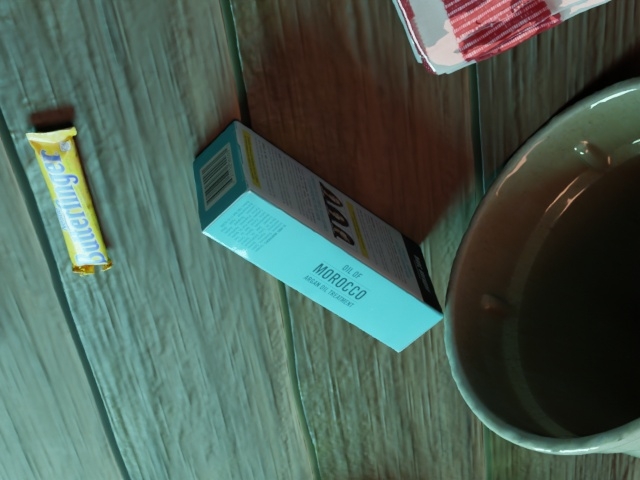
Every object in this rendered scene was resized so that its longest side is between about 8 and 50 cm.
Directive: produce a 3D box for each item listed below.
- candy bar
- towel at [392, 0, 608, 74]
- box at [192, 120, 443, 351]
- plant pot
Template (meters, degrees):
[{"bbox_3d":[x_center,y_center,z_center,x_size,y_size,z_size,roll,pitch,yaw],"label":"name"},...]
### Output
[{"bbox_3d":[-0.214,-0.032,1.028,0.040,0.018,0.162,-11,130,-4],"label":"candy bar"},{"bbox_3d":[0.195,-0.279,0.908,0.328,0.037,0.237,-23,130,6],"label":"towel"},{"bbox_3d":[0.000,0.000,1.053,0.244,0.101,0.060,33,117,-33],"label":"box"},{"bbox_3d":[0.333,0.072,1.040,0.305,0.334,0.334,29,118,-32],"label":"plant pot"}]
